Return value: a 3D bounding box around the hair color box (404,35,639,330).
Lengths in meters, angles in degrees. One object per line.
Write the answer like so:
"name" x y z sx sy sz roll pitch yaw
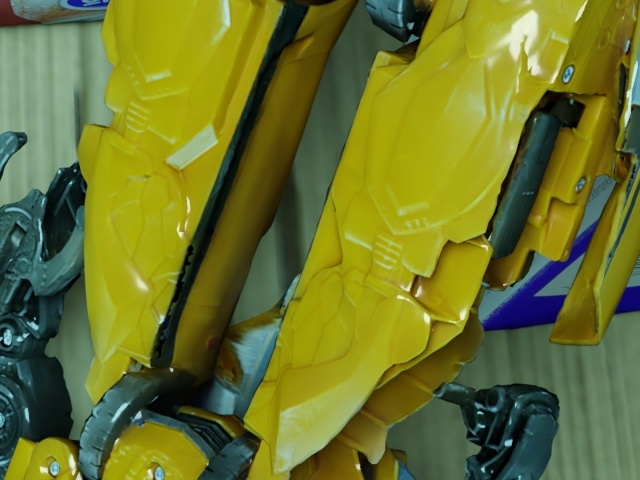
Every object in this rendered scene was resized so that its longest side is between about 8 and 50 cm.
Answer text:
"hair color box" 0.089 -0.159 0.677 0.110 0.185 0.339 -8 73 -20

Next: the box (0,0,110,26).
"box" -0.091 -0.211 0.675 0.128 0.122 0.257 -6 72 -20

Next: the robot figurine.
"robot figurine" 0.000 0.000 0.561 0.211 0.291 0.085 30 17 32
